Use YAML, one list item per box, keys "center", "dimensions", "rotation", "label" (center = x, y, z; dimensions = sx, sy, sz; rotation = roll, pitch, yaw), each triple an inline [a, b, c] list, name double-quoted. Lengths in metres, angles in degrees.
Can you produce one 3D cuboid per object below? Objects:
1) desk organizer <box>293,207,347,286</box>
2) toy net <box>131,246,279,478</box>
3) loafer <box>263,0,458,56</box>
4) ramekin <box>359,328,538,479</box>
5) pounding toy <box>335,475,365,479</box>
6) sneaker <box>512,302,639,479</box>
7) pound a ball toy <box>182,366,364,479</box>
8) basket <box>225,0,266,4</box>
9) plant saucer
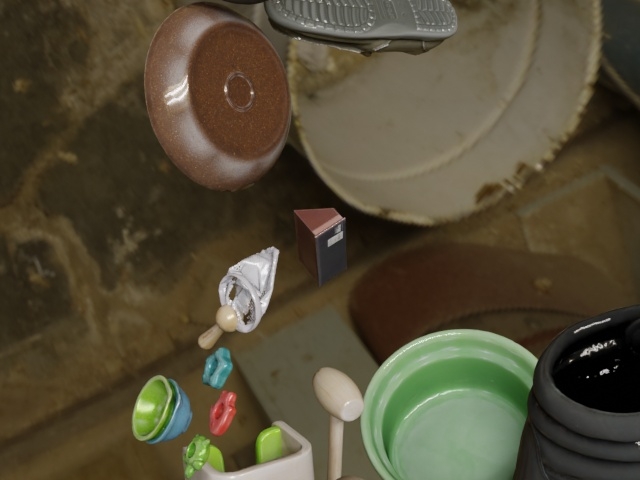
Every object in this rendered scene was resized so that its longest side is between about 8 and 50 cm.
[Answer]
- center: [0.000, 0.000, 1.757]
  dimensions: [0.047, 0.050, 0.130]
  rotation: [-33, 154, -16]
  label: "desk organizer"
- center: [-0.105, 0.109, 1.343]
  dimensions: [0.045, 0.122, 0.232]
  rotation: [24, 96, -29]
  label: "toy net"
- center: [0.044, -0.261, 1.685]
  dimensions: [0.251, 0.094, 0.087]
  rotation: [5, 150, -22]
  label: "loafer"
- center: [0.218, 0.302, 2.108]
  dimensions: [0.303, 0.303, 0.148]
  rotation: [-27, 146, -9]
  label: "ramekin"
- center: [-0.034, 0.331, 1.195]
  dimensions: [0.269, 0.155, 0.154]
  rotation: [-32, 94, 37]
  label: "pounding toy"
- center: [0.238, 0.097, 0.701]
  dimensions: [0.295, 0.105, 0.147]
  rotation: [-8, 127, 2]
  label: "sneaker"
- center: [-0.031, 0.328, 1.564]
  dimensions: [0.208, 0.135, 0.319]
  rotation: [-12, 110, -25]
  label: "pound a ball toy"
- center: [-0.056, -0.359, 1.374]
  dimensions: [0.204, 0.227, 0.154]
  rotation: [23, 146, -7]
  label: "basket"
- center: [-0.093, -0.150, 1.411]
  dimensions: [0.198, 0.036, 0.199]
  rotation: [8, 79, -46]
  label: "plant saucer"
